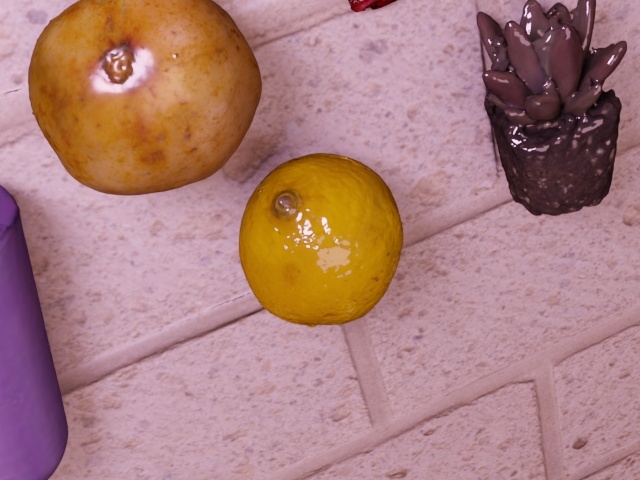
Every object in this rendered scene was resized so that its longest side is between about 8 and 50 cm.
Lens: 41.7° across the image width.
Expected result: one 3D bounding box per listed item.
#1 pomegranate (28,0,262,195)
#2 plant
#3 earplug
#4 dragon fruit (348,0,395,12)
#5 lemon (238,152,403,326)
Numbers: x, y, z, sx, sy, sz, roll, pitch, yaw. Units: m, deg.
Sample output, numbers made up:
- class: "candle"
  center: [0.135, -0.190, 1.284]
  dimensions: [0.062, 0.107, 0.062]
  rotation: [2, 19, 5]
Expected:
- class: "pomegranate"
  center: [-0.196, -0.168, 0.952]
  dimensions: [0.260, 0.260, 0.260]
  rotation: [-11, 124, -17]
- class: "plant"
  center: [0.319, -0.193, 1.198]
  dimensions: [0.194, 0.181, 0.321]
  rotation: [-22, 125, -3]
- class: "earplug"
  center: [-0.442, 0.156, 1.080]
  dimensions: [0.215, 0.215, 0.456]
  rotation: [-15, 129, -15]
- class: "dragon fruit"
  center: [0.095, -0.342, 1.075]
  dimensions: [0.131, 0.063, 0.097]
  rotation: [-28, 127, -5]
- class: "lemon"
  center: [-0.002, 0.006, 1.155]
  dimensions: [0.228, 0.228, 0.253]
  rotation: [-9, 142, -19]
